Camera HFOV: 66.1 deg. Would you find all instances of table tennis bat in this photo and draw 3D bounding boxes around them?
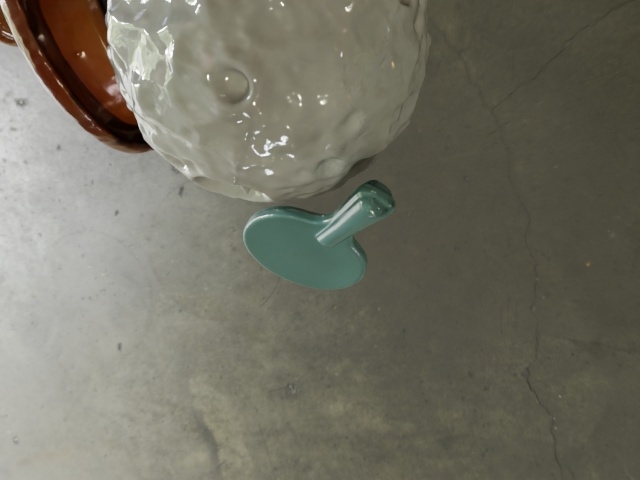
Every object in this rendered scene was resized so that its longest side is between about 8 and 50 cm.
[{"bbox_3d":[0.000,0.000,0.556,0.152,0.040,0.244,31,147,-15],"label":"table tennis bat"}]

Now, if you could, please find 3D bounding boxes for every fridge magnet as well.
[{"bbox_3d":[-0.323,-0.311,0.741,0.155,0.363,0.364,-16,95,11],"label":"fridge magnet"}]

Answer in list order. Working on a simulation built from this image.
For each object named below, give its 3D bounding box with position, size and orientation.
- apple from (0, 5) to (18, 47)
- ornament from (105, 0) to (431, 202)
[{"bbox_3d":[-0.620,-0.450,0.972,0.101,0.126,0.126,21,106,42],"label":"apple"},{"bbox_3d":[-0.053,-0.196,0.529,0.336,0.337,0.338,2,100,14],"label":"ornament"}]
